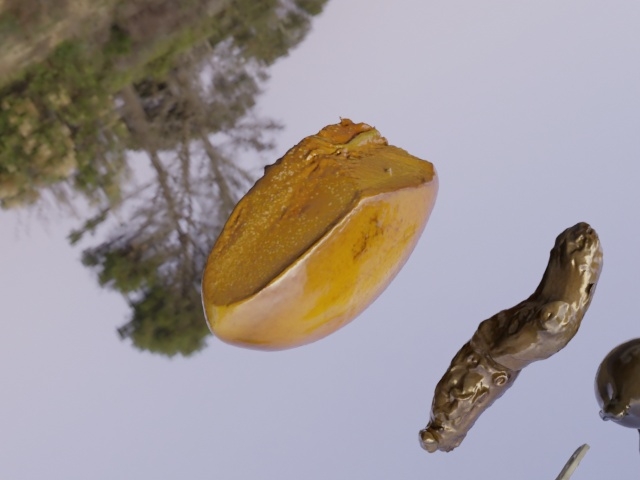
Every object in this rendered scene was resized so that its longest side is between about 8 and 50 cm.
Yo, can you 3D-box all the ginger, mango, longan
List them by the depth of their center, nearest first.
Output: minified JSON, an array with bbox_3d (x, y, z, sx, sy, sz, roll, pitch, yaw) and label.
[{"bbox_3d":[0.201,0.109,1.110,0.290,0.084,0.122,-54,157,19],"label":"ginger"},{"bbox_3d":[0.335,0.154,1.134,0.119,0.106,0.106,-34,-159,-30],"label":"longan"},{"bbox_3d":[0.000,0.000,1.174,0.201,0.199,0.350,-16,-155,47],"label":"mango"}]

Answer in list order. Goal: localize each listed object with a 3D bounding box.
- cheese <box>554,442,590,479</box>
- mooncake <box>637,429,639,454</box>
[{"bbox_3d":[0.309,0.389,1.531,0.255,0.050,0.127,-47,170,-25],"label":"cheese"},{"bbox_3d":[0.603,0.290,1.602,0.141,0.282,0.283,12,173,-38],"label":"mooncake"}]
